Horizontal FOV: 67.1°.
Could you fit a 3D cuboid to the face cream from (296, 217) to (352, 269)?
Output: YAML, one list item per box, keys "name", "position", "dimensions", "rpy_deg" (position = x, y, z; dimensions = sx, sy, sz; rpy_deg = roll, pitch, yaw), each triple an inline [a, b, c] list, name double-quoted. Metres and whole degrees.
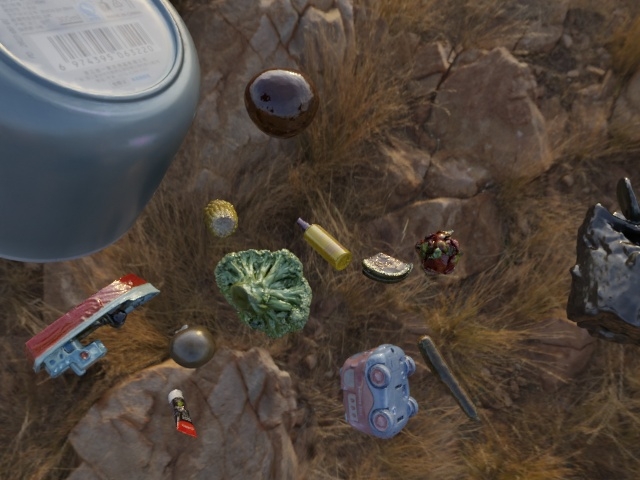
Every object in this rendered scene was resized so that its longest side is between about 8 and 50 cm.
- name: "face cream"
  position: [0.000, 0.000, 1.746]
  dimensions: [0.078, 0.078, 0.273]
  rpy_deg: [-39, 53, -13]

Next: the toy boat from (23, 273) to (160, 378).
- name: "toy boat"
  position: [-0.541, 0.210, 1.193]
  dimensions: [0.133, 0.145, 0.332]
  rpy_deg: [49, 51, -2]

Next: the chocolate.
- name: "chocolate"
  position: [-0.093, -0.317, 1.108]
  dimensions: [0.177, 0.176, 0.176]
  rpy_deg: [0, 71, -1]

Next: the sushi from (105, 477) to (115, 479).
- name: "sushi"
  position: [-0.269, 0.374, 0.569]
  dimensions: [0.291, 0.139, 0.131]
  rpy_deg: [-26, 57, 2]

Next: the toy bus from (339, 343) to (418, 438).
- name: "toy bus"
  position: [0.172, 0.489, 1.588]
  dimensions: [0.232, 0.197, 0.294]
  rpy_deg: [-7, 86, 37]

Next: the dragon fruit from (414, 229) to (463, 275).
- name: "dragon fruit"
  position: [0.313, 0.029, 1.318]
  dimensions: [0.138, 0.175, 0.142]
  rpy_deg: [25, 96, 28]

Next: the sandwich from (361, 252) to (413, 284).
- name: "sandwich"
  position: [0.134, 0.055, 0.979]
  dimensions: [0.101, 0.026, 0.069]
  rpy_deg: [17, 49, 9]

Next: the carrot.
- name: "carrot"
  position: [0.437, 0.478, 1.653]
  dimensions: [0.070, 0.070, 0.342]
  rpy_deg: [-32, 84, -11]

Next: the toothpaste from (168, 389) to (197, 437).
- name: "toothpaste"
  position: [-0.425, 0.533, 1.480]
  dimensions: [0.071, 0.193, 0.045]
  rpy_deg: [39, 88, -31]

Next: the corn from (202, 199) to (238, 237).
- name: "corn"
  position: [-0.279, -0.062, 1.351]
  dimensions: [0.097, 0.320, 0.097]
  rpy_deg: [-3, 100, -14]

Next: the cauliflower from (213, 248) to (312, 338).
- name: "cauliflower"
  position: [-0.167, 0.156, 1.368]
  dimensions: [0.275, 0.250, 0.272]
  rpy_deg: [-11, 91, 16]

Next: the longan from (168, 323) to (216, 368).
- name: "longan"
  position: [-0.308, 0.247, 1.149]
  dimensions: [0.106, 0.106, 0.119]
  rpy_deg: [-35, 58, -12]

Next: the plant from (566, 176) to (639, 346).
- name: "plant"
  position: [0.541, 0.039, 0.808]
  dimensions: [0.199, 0.188, 0.276]
  rpy_deg: [35, 71, -34]

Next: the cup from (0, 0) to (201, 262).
- name: "cup"
  position: [-0.292, -0.188, 0.527]
  dimensions: [0.259, 0.274, 0.356]
  rpy_deg: [-4, 71, -40]
